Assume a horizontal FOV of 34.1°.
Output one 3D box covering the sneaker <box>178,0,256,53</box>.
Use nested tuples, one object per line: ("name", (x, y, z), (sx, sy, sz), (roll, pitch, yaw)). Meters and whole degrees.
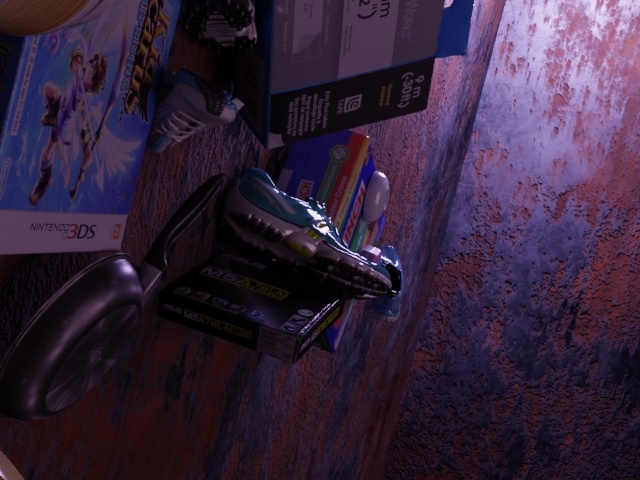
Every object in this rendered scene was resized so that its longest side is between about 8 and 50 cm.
("sneaker", (-0.106, -0.264, 1.085), (0.234, 0.078, 0.106), (-132, -140, -89))

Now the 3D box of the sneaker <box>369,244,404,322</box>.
("sneaker", (0.118, 0.060, 1.741), (0.162, 0.063, 0.073), (-90, -168, -50))

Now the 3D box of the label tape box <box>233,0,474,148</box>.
("label tape box", (0.072, -0.274, 1.283), (0.347, 0.115, 0.249), (-15, 137, -20))

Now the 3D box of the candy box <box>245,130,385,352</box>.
("candy box", (0.000, 0.000, 1.679), (0.317, 0.122, 0.268), (68, 41, -65))

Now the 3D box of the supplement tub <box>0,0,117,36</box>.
("supplement tub", (-0.215, -0.207, 0.662), (0.199, 0.144, 0.144), (-15, 121, -72))

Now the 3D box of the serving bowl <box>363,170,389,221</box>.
("serving bowl", (0.093, -0.068, 1.663), (0.083, 0.027, 0.083), (13, 90, -77))

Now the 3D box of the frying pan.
("frying pan", (-0.204, 0.072, 1.055), (0.326, 0.053, 0.197), (-38, 161, -49))

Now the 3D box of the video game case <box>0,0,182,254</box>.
("video game case", (-0.218, -0.123, 0.900), (0.244, 0.061, 0.270), (-3, 108, -75))

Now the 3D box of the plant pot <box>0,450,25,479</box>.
("plant pot", (-0.297, 0.236, 0.695), (0.239, 0.253, 0.254), (111, 0, -74))

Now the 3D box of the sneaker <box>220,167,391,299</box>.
("sneaker", (-0.007, -0.006, 1.445), (0.107, 0.275, 0.110), (-29, -144, 48))

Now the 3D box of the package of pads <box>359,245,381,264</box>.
("package of pads", (0.073, 0.052, 1.698), (0.050, 0.031, 0.083), (-27, 133, -71))

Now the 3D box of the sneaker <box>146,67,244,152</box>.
("sneaker", (-0.137, -0.122, 1.032), (0.083, 0.071, 0.190), (-61, -156, -4))

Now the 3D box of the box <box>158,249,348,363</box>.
("box", (-0.082, 0.081, 1.343), (0.184, 0.190, 0.045), (-40, 145, -62))
